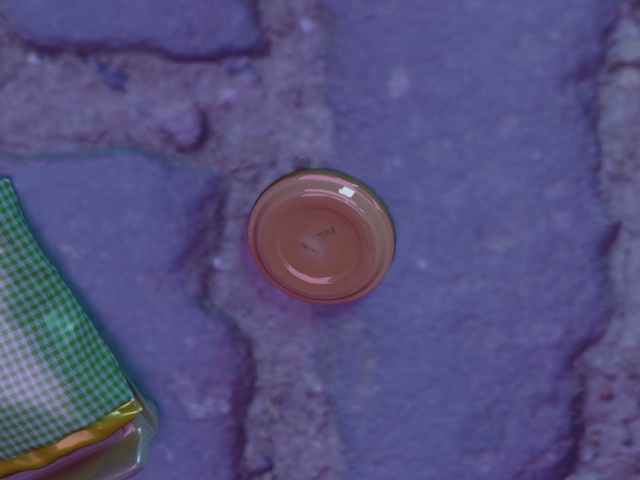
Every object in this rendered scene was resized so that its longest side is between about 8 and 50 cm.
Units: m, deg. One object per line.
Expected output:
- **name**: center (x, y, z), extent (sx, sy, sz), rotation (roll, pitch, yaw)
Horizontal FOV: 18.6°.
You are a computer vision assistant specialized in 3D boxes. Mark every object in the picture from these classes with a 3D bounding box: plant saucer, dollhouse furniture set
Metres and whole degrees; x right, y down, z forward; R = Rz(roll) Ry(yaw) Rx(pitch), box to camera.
- **plant saucer**: center (0.000, 0.000, 1.088), extent (0.083, 0.013, 0.083), rotation (4, 119, 8)
- **dollhouse furniture set**: center (-0.269, 0.126, 1.130), extent (0.301, 0.151, 0.197), rotation (-25, 111, 22)
